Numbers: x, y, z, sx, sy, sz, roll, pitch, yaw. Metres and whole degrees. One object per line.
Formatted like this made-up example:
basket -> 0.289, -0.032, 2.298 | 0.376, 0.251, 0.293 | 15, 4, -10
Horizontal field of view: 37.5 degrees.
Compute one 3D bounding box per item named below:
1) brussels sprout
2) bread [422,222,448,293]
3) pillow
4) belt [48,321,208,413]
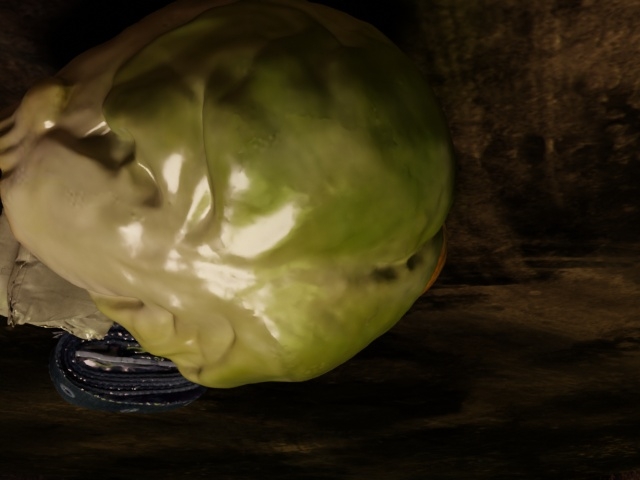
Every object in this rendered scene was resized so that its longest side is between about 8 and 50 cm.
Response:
brussels sprout -> -0.056, -0.028, 0.658 | 0.317, 0.242, 0.274 | -12, 147, 20
bread -> 0.001, 0.001, 0.887 | 0.236, 0.120, 0.198 | -2, 156, 4
pillow -> -0.210, -0.009, 0.806 | 0.078, 0.181, 0.134 | 16, 175, 40
belt -> -0.260, 0.176, 1.286 | 0.218, 0.122, 0.128 | 8, 159, -22
